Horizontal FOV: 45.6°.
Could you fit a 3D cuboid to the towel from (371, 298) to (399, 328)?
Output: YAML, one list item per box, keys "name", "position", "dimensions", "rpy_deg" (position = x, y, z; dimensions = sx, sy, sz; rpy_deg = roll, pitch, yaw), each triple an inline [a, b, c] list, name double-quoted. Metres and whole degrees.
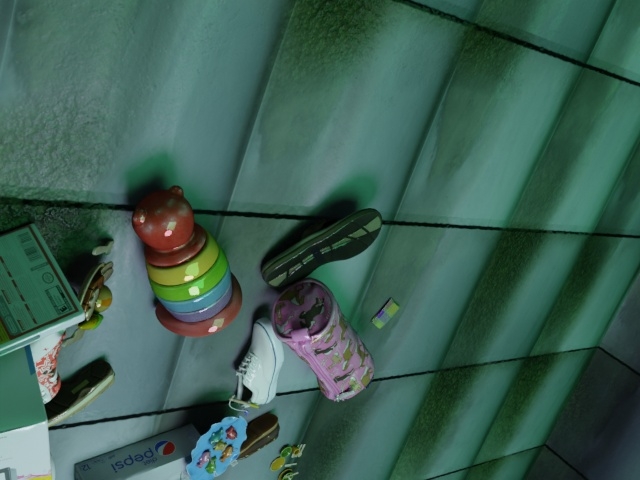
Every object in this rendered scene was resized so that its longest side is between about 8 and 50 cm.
- name: "towel"
  position: [0.175, 0.197, 2.044]
  dimensions: [0.083, 0.009, 0.060]
  rpy_deg: [-49, 140, -2]

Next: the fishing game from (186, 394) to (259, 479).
- name: "fishing game"
  position: [-0.228, 0.485, 1.738]
  dimensions: [0.264, 0.041, 0.189]
  rpy_deg: [-57, 149, -9]

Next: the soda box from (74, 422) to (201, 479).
- name: "soda box"
  position: [-0.395, 0.515, 1.698]
  dimensions: [0.286, 0.091, 0.098]
  rpy_deg: [-12, 126, -36]

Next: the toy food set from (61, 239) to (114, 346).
- name: "toy food set"
  position: [-0.398, 0.099, 1.354]
  dimensions: [0.038, 0.132, 0.192]
  rpy_deg: [19, 93, -2]

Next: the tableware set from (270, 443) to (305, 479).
- name: "tableware set"
  position: [-0.098, 0.629, 2.100]
  dimensions: [0.104, 0.024, 0.154]
  rpy_deg: [10, 112, -45]

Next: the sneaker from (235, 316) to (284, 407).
- name: "sneaker"
  position: [-0.147, 0.294, 1.760]
  dimensions: [0.091, 0.094, 0.258]
  rpy_deg: [-21, 131, -35]

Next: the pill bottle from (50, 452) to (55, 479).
- name: "pill bottle"
  position: [-0.633, 0.444, 1.400]
  dimensions: [0.246, 0.136, 0.136]
  rpy_deg: [14, 108, -46]

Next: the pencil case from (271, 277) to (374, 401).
- name: "pencil case"
  position: [0.011, 0.241, 1.786]
  dimensions: [0.160, 0.167, 0.386]
  rpy_deg: [-38, 143, -7]

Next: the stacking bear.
- name: "stacking bear"
  position: [-0.262, 0.030, 1.428]
  dimensions: [0.175, 0.164, 0.289]
  rpy_deg: [-34, 132, -19]

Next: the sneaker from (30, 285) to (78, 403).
- name: "sneaker"
  position: [-0.507, 0.202, 1.377]
  dimensions: [0.270, 0.090, 0.145]
  rpy_deg: [-45, 140, -2]

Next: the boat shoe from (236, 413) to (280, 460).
- name: "boat shoe"
  position: [-0.188, 0.511, 1.896]
  dimensions: [0.207, 0.073, 0.073]
  rpy_deg: [-21, 129, -30]

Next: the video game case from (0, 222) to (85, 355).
- name: "video game case"
  position: [-0.544, 0.099, 1.185]
  dimensions: [0.285, 0.204, 0.025]
  rpy_deg: [-24, 153, -28]

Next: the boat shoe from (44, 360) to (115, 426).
- name: "boat shoe"
  position: [-0.487, 0.318, 1.499]
  dimensions: [0.190, 0.068, 0.072]
  rpy_deg: [-31, 147, -22]

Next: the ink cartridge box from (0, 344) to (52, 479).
- name: "ink cartridge box"
  position: [-0.548, 0.312, 1.218]
  dimensions: [0.197, 0.198, 0.270]
  rpy_deg: [-10, 137, -25]

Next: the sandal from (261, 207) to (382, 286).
- name: "sandal"
  position: [-0.001, 0.000, 1.695]
  dimensions: [0.303, 0.086, 0.120]
  rpy_deg: [-25, 140, -7]
